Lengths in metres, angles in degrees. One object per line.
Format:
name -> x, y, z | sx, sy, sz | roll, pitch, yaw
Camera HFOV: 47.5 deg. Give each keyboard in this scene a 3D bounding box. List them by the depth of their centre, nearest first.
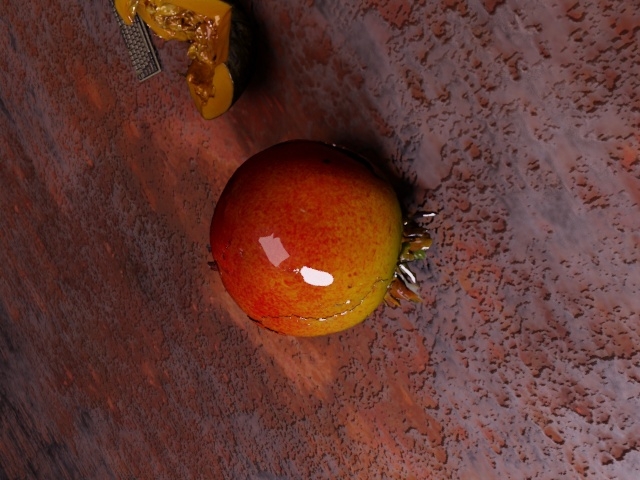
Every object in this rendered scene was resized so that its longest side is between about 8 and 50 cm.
keyboard -> -0.254, -0.285, 0.989 | 0.049, 0.015, 0.129 | -11, 100, 44

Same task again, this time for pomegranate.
pomegranate -> 0.000, 0.000, 0.764 | 0.235, 0.210, 0.210 | 13, 122, 1

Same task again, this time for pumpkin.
pumpkin -> -0.138, -0.243, 0.835 | 0.119, 0.108, 0.184 | -17, 114, 53
